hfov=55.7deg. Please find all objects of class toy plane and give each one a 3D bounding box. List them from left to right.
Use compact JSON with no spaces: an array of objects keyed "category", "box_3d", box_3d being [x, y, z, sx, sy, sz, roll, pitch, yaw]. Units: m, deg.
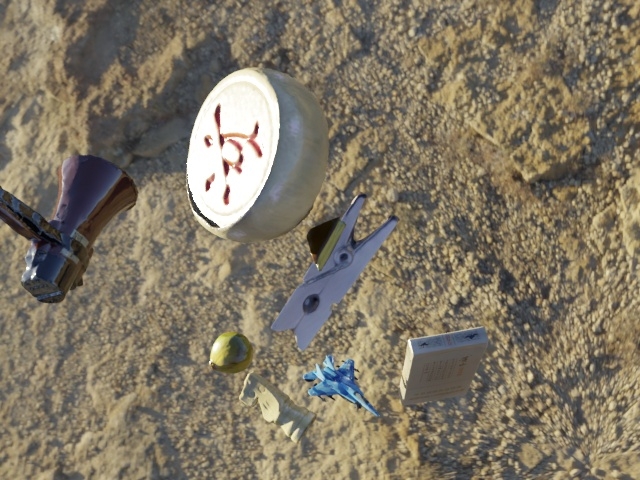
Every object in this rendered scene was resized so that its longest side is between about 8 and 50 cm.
[{"category":"toy plane","box_3d":[0.072,0.416,1.687,0.169,0.078,0.246,-33,55,-30]}]

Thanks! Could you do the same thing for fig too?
[{"category":"fig","box_3d":[-0.290,0.373,1.998,0.136,0.121,0.152,43,109,29]}]

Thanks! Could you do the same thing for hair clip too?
[{"category":"hair clip","box_3d":[0.027,0.063,1.216,0.101,0.085,0.330,34,89,-4]}]

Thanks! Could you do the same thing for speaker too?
[{"category":"speaker","box_3d":[-0.563,-0.053,1.340,0.198,0.259,0.329,4,44,9]}]

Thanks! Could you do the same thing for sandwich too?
[{"category":"sandwich","box_3d":[0.000,0.000,0.893,0.044,0.031,0.083,17,67,30]}]

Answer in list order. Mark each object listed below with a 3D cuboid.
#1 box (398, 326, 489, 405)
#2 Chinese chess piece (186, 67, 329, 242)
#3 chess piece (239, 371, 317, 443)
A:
[{"category":"box","box_3d":[0.330,0.356,1.674,0.205,0.365,0.051,-9,55,-4]},{"category":"Chinese chess piece","box_3d":[-0.094,-0.120,0.872,0.250,0.103,0.249,-13,72,46]},{"category":"chess piece","box_3d":[-0.112,0.416,1.526,0.201,0.090,0.090,34,86,13]}]
